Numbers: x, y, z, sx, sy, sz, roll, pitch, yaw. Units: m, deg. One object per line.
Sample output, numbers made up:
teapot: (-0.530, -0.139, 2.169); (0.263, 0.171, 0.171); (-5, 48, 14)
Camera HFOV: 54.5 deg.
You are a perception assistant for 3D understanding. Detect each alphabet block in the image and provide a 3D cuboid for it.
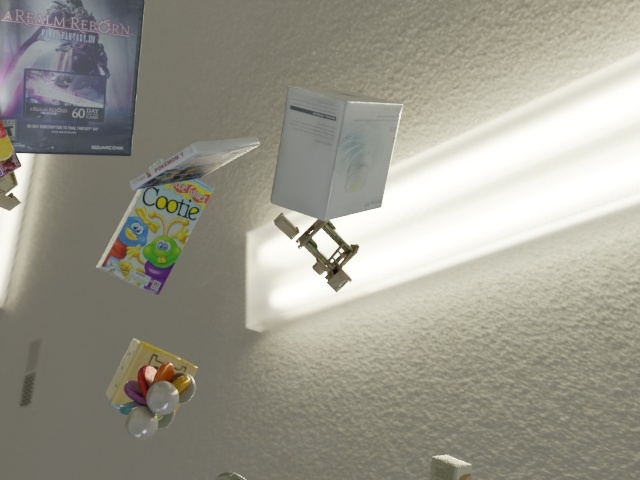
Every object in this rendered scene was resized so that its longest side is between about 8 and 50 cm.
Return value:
alphabet block: (-0.518, 0.428, 1.893); (0.192, 0.193, 0.197); (-5, -122, 65)

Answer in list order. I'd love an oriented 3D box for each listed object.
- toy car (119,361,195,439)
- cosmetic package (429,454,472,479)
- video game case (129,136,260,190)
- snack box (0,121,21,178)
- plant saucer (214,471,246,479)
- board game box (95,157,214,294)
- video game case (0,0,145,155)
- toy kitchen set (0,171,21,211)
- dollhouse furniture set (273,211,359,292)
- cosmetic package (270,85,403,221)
toy car: (-0.390, 0.361, 1.437); (0.136, 0.159, 0.182); (40, -85, 8)
cosmetic package: (0.217, 0.431, 1.056); (0.060, 0.041, 0.115); (5, -94, 52)
video game case: (-0.244, -0.154, 1.220); (0.184, 0.201, 0.023); (-23, -90, 31)
snack box: (-0.471, -0.106, 0.797); (0.037, 0.100, 0.141); (20, -133, 32)
plant saucer: (-0.116, 0.570, 0.958); (0.400, 0.101, 0.400); (31, -51, 50)
board game box: (-0.383, -0.029, 1.436); (0.275, 0.142, 0.144); (-65, -159, -12)
video game case: (-0.360, -0.255, 0.889); (0.026, 0.196, 0.274); (43, -52, 47)
toy kitchen set: (-0.592, -0.103, 1.141); (0.083, 0.068, 0.075); (-34, -119, 8)
dollhouse furniture set: (0.000, 0.000, 1.379); (0.101, 0.182, 0.161); (-44, -163, 5)
cosmetic package: (0.035, -0.171, 1.211); (0.138, 0.224, 0.224); (22, -69, 29)
